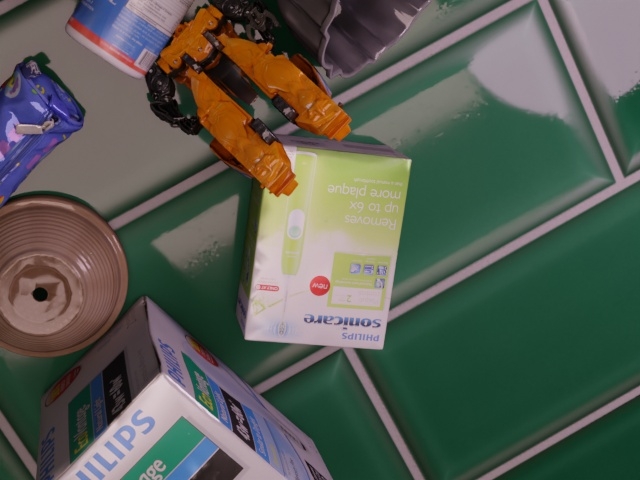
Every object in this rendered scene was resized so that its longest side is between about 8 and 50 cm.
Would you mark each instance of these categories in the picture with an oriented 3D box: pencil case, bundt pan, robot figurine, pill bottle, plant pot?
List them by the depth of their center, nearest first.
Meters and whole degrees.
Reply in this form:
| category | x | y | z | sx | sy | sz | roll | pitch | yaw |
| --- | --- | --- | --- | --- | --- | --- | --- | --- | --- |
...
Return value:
| category | x | y | z | sx | sy | sz | roll | pitch | yaw |
| --- | --- | --- | --- | --- | --- | --- | --- | --- | --- |
| bundt pan | 0.064 | -0.377 | 1.372 | 0.124 | 0.331 | 0.331 | 39 | 94 | 15 |
| pill bottle | -0.229 | -0.336 | 1.404 | 0.124 | 0.124 | 0.221 | 33 | 94 | -16 |
| pencil case | -0.449 | -0.099 | 1.416 | 0.306 | 0.133 | 0.119 | -45 | 124 | 3 |
| robot figurine | -0.104 | -0.198 | 1.418 | 0.211 | 0.291 | 0.085 | -45 | 152 | 3 |
| plant pot | -0.387 | 0.061 | 1.478 | 0.237 | 0.110 | 0.237 | -2 | 104 | -9 |

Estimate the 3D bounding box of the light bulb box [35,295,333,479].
| category | x | y | z | sx | sy | sz | roll | pitch | yaw |
| --- | --- | --- | --- | --- | --- | --- | --- | --- | --- |
| light bulb box | -0.176 | 0.307 | 1.448 | 0.225 | 0.358 | 0.361 | -46 | 108 | 0 |

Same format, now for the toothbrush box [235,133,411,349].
| category | x | y | z | sx | sy | sz | roll | pitch | yaw |
| --- | --- | --- | --- | --- | --- | --- | --- | --- | --- |
| toothbrush box | 0.000 | 0.000 | 1.532 | 0.206 | 0.122 | 0.283 | 6 | 104 | -12 |
